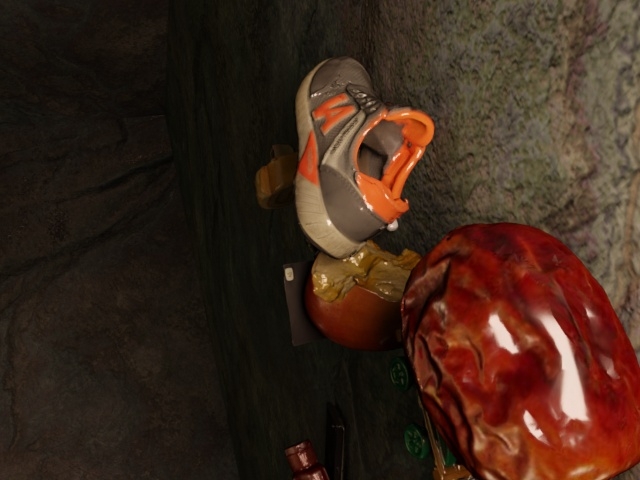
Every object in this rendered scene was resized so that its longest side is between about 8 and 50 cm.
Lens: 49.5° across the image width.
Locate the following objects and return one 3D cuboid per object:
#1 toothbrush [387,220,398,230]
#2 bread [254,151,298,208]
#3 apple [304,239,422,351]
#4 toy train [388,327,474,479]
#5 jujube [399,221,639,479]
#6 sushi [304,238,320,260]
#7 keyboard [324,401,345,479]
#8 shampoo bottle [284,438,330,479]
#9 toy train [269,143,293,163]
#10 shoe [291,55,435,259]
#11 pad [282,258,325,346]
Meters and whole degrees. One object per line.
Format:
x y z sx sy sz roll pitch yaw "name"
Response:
0.067 -0.129 1.064 0.025 0.019 0.276 102 154 -59 "toothbrush"
-0.066 -0.108 1.319 0.149 0.122 0.073 130 126 -68 "bread"
0.069 0.076 0.931 0.158 0.156 0.147 37 127 34 "apple"
0.158 0.180 0.815 0.136 0.091 0.228 -41 58 57 "toy train"
0.172 0.099 0.608 0.243 0.183 0.183 63 156 25 "jujube"
0.000 0.000 1.141 0.192 0.050 0.215 47 -152 -68 "sushi"
0.030 0.446 1.433 0.094 0.025 0.230 -124 31 -56 "keyboard"
0.001 0.541 1.425 0.102 0.064 0.260 -40 70 56 "shampoo bottle"
-0.086 -0.144 1.487 0.138 0.050 0.087 119 144 -64 "toy train"
0.064 -0.145 0.900 0.171 0.132 0.337 -25 45 33 "shoe"
0.029 0.079 1.014 0.004 0.193 0.116 -6 91 51 "pad"
